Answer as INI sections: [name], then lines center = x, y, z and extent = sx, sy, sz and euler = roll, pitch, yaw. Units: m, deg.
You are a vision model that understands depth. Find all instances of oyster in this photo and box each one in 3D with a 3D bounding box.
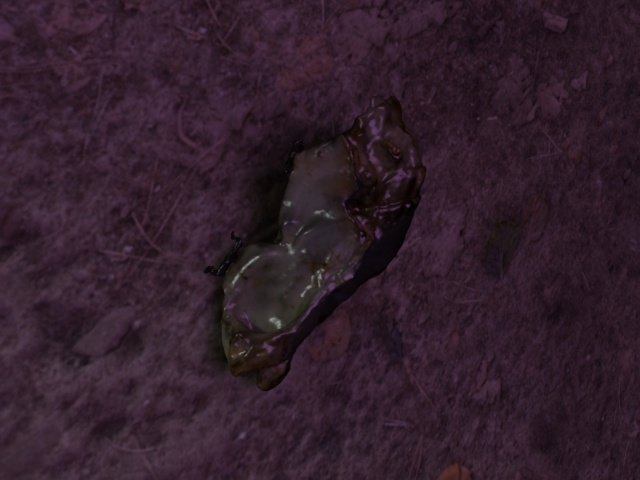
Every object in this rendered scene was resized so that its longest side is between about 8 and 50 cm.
[oyster]
center = -0.001, -0.003, 0.904
extent = 0.337, 0.133, 0.198
euler = -51, 147, -13
